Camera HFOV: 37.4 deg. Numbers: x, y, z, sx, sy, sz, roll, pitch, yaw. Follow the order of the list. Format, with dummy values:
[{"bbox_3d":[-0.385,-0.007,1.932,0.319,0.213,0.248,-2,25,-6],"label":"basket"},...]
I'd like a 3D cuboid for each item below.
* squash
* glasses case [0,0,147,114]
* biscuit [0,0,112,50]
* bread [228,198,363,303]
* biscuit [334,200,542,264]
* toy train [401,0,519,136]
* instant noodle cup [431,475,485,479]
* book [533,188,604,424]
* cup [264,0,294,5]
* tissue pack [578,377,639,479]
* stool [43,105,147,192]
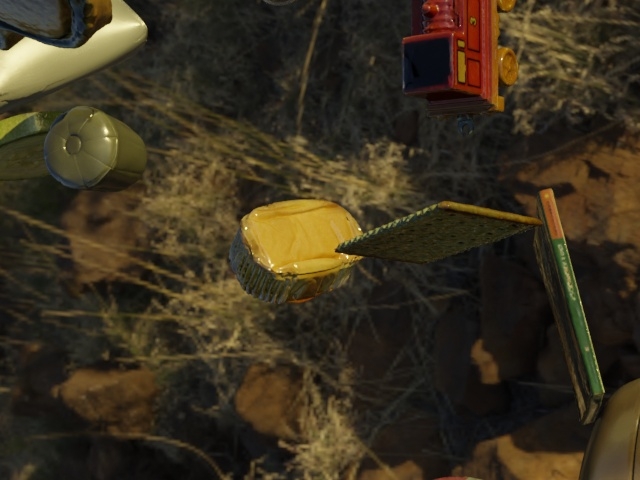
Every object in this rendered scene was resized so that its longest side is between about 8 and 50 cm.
[{"bbox_3d":[-0.560,-0.180,1.866,0.252,0.252,0.048,-35,69,50],"label":"squash"},{"bbox_3d":[-0.441,-0.308,1.539,0.128,0.308,0.083,57,151,2],"label":"glasses case"},{"bbox_3d":[-0.375,-0.304,0.995,0.057,0.344,0.287,-56,-5,-25],"label":"biscuit"},{"bbox_3d":[-0.036,0.018,1.354,0.132,0.191,0.114,63,148,27],"label":"bread"},{"bbox_3d":[0.127,-0.005,1.082,0.231,0.139,0.016,-24,61,60],"label":"biscuit"},{"bbox_3d":[0.254,-0.382,1.777,0.163,0.232,0.368,0,92,36],"label":"toy train"},{"bbox_3d":[0.227,0.523,1.523,0.090,0.274,0.273,71,-171,-62],"label":"instant noodle cup"},{"bbox_3d":[0.443,0.123,1.689,0.260,0.043,0.370,63,-163,-66],"label":"book"},{"bbox_3d":[-0.043,-0.365,1.233,0.099,0.102,0.074,79,-178,-63],"label":"cup"},{"bbox_3d":[0.550,0.382,1.487,0.277,0.387,0.267,-14,107,29],"label":"tissue pack"},{"bbox_3d":[-0.258,-0.102,1.101,0.096,0.110,0.096,-1,86,18],"label":"stool"}]
